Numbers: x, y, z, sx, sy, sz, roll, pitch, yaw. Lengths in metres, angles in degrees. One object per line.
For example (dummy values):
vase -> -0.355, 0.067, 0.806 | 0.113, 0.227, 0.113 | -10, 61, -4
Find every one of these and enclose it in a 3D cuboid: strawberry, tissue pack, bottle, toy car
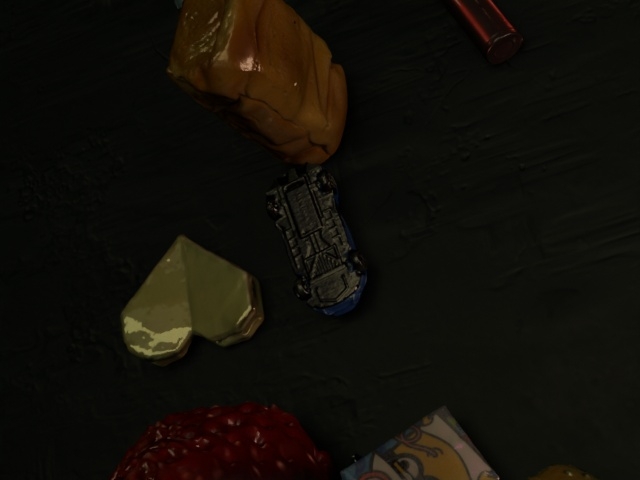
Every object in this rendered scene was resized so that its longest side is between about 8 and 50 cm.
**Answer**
strawberry -> -0.153, 0.328, 1.403 | 0.317, 0.345, 0.295 | -41, 61, 8
tissue pack -> 0.117, 0.284, 1.420 | 0.155, 0.065, 0.115 | -29, 60, -15
bottle -> 0.202, -0.310, 1.626 | 0.060, 0.060, 0.164 | -37, 60, 10
toy car -> 0.000, 0.000, 1.611 | 0.103, 0.063, 0.216 | -27, 68, 16

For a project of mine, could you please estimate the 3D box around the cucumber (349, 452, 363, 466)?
cucumber -> 0.098, 0.382, 1.434 | 0.056, 0.056, 0.284 | -29, 65, 14

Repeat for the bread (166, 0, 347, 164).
bread -> -0.072, -0.214, 1.590 | 0.132, 0.294, 0.167 | -12, 65, 28

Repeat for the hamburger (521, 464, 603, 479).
hamburger -> 0.286, 0.363, 1.278 | 0.288, 0.167, 0.192 | 40, 94, 31

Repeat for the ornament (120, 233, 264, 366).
ornament -> -0.180, 0.071, 1.680 | 0.201, 0.059, 0.180 | -18, 64, 16

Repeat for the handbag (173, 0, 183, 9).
handbag -> -0.138, -0.445, 1.845 | 0.221, 0.057, 0.144 | -20, 69, 19
